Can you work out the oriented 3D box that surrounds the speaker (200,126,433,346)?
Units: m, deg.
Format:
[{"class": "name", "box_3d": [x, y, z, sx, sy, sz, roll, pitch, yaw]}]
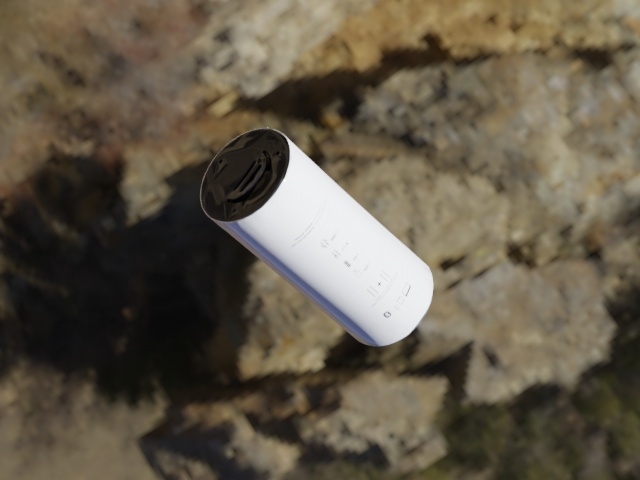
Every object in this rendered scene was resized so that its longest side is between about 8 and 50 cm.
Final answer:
[{"class": "speaker", "box_3d": [0.000, 0.000, 0.948, 0.055, 0.055, 0.136, -37, 134, 13]}]
